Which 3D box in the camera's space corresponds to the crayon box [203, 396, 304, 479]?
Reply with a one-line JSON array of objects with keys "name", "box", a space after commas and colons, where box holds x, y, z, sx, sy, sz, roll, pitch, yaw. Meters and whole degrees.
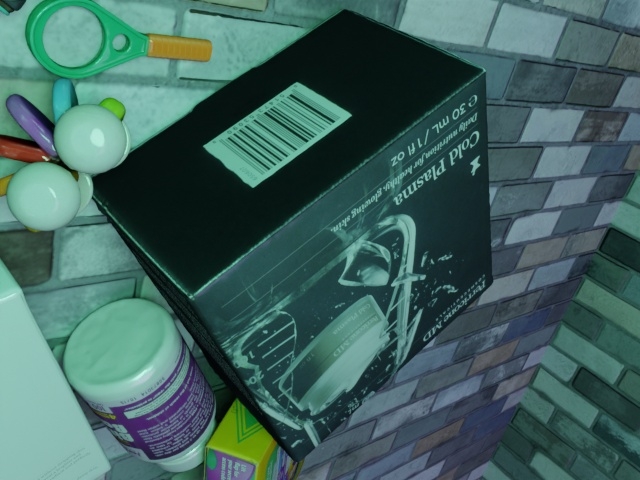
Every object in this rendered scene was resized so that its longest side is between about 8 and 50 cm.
[{"name": "crayon box", "box": [-0.113, 0.415, 1.234, 0.313, 0.106, 0.363, -54, 157, -54]}]

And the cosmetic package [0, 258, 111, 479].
[{"name": "cosmetic package", "box": [-0.440, 0.204, 0.813, 0.217, 0.156, 0.385, -29, 135, -28]}]

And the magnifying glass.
[{"name": "magnifying glass", "box": [-0.235, -0.240, 0.776, 0.230, 0.026, 0.092, -7, 124, -40]}]

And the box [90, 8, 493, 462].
[{"name": "box", "box": [0.000, 0.000, 0.989, 0.479, 0.297, 0.472, -39, 142, -16]}]

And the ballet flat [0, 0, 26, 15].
[{"name": "ballet flat", "box": [-0.350, -0.290, 0.583, 0.074, 0.074, 0.203, -54, 148, 3]}]

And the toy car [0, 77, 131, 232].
[{"name": "toy car", "box": [-0.308, -0.105, 0.733, 0.136, 0.159, 0.182, 39, 89, -16]}]

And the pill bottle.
[{"name": "pill bottle", "box": [-0.263, 0.243, 1.007, 0.169, 0.169, 0.302, -36, 139, -20]}]
